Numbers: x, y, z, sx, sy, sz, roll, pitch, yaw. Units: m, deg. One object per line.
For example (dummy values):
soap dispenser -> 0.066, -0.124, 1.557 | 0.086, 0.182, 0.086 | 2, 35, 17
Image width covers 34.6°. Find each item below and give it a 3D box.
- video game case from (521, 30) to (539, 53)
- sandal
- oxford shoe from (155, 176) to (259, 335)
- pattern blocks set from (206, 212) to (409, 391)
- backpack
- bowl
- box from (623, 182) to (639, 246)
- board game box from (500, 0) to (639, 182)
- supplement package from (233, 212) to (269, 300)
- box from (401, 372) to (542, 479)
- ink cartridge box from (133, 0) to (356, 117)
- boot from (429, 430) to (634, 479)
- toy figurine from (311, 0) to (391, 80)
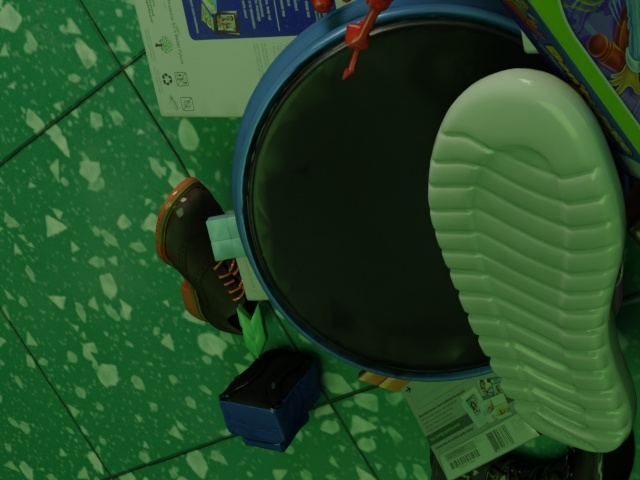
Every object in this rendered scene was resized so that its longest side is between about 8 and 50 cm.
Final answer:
video game case -> 0.191, -0.277, 0.815 | 0.026, 0.227, 0.206 | -1, 113, 30
sandal -> 0.195, 0.017, 0.880 | 0.169, 0.102, 0.416 | 16, 139, 33
oxford shoe -> -0.119, 0.025, 1.217 | 0.098, 0.097, 0.271 | 30, 157, 24
pattern blocks set -> 0.057, 0.025, 1.063 | 0.325, 0.026, 0.285 | -20, 105, 10
backpack -> -0.058, 0.199, 1.298 | 0.098, 0.120, 0.101 | 9, 128, 27
bowl -> 0.106, -0.042, 0.982 | 0.391, 0.077, 0.391 | 1, 109, 3
box -> 0.377, -0.021, 0.827 | 0.203, 0.167, 0.168 | -39, 91, 18
board game box -> 0.300, -0.230, 0.705 | 0.347, 0.078, 0.233 | -41, 110, 5
supplement package -> 0.000, 0.000, 1.163 | 0.179, 0.105, 0.105 | -4, 109, 34
box -> 0.157, 0.157, 1.151 | 0.145, 0.038, 0.186 | -40, 71, 39
ink cartridge box -> -0.048, -0.217, 1.109 | 0.333, 0.065, 0.165 | 6, 117, 32
boot -> 0.225, 0.272, 1.177 | 0.229, 0.091, 0.262 | 20, 117, 33
toy figurine -> 0.099, -0.309, 0.923 | 0.362, 0.217, 0.191 | -109, 26, -43
